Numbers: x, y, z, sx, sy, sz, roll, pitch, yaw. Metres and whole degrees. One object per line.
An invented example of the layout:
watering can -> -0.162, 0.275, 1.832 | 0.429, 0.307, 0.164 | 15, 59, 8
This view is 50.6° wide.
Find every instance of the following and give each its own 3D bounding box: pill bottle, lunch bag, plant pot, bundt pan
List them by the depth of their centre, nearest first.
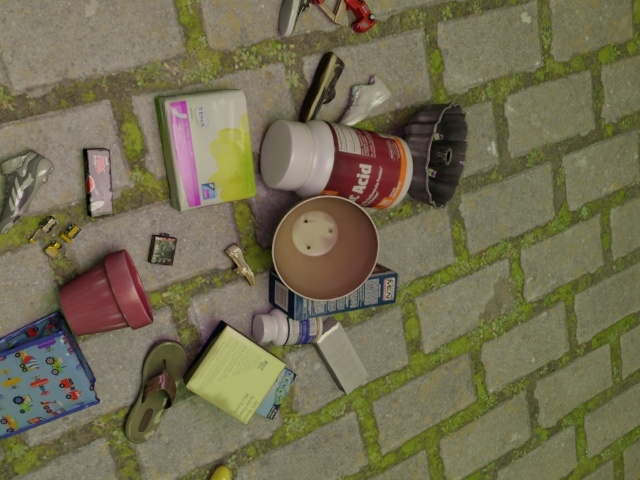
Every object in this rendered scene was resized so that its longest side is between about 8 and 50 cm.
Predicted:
lunch bag -> -0.725, 0.345, 1.647 | 0.293, 0.138, 0.221 | -24, 114, -14
plant pot -> -0.534, 0.145, 1.679 | 0.180, 0.201, 0.201 | -21, 111, -9
plant pot -> 0.000, 0.000, 1.848 | 0.284, 0.191, 0.284 | -2, 105, -9
pill bottle -> 0.045, -0.216, 1.911 | 0.392, 0.224, 0.224 | 6, 97, -31
pill bottle -> -0.099, 0.254, 1.992 | 0.186, 0.112, 0.112 | 1, 100, -30
bundt pan -> 0.339, -0.265, 2.082 | 0.331, 0.124, 0.331 | -31, 128, -53

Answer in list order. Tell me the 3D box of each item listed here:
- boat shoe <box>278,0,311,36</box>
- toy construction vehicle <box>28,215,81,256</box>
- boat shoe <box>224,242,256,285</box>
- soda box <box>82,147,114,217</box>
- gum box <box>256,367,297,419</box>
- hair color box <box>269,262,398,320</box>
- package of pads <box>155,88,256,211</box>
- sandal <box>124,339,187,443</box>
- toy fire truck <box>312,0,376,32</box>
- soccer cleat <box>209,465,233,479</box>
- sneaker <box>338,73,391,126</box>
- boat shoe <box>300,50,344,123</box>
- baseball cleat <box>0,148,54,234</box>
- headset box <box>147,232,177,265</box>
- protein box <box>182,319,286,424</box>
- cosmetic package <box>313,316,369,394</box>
boat shoe -> -0.056, -0.658, 1.845 | 0.070, 0.077, 0.219 | 13, 92, -31
toy construction vehicle -> -0.653, -0.016, 1.660 | 0.098, 0.035, 0.086 | -53, 131, -8
boat shoe -> -0.228, 0.075, 1.918 | 0.045, 0.050, 0.135 | -31, 104, -18
soda box -> -0.550, -0.143, 1.677 | 0.060, 0.053, 0.169 | -7, 103, -29
gum box -> -0.182, 0.431, 2.021 | 0.184, 0.041, 0.157 | 33, 82, -32
hair color box -> 0.039, 0.139, 2.009 | 0.347, 0.174, 0.105 | -6, 107, -29
package of pads -> -0.292, -0.241, 1.780 | 0.229, 0.101, 0.297 | -14, 108, -27
sandal -> -0.437, 0.418, 1.842 | 0.120, 0.086, 0.303 | 18, 91, -32
toy fire truck -> 0.065, -0.663, 1.932 | 0.135, 0.047, 0.192 | -43, 119, -15
soccer cleat -> -0.349, 0.793, 1.972 | 0.121, 0.093, 0.289 | 25, 87, -25
sneaker -> 0.113, -0.410, 2.008 | 0.212, 0.080, 0.094 | -44, 107, -23
boat shoe -> 0.011, -0.426, 1.932 | 0.073, 0.080, 0.224 | 23, 84, -27
baseball cleat -> -0.717, -0.118, 1.586 | 0.109, 0.072, 0.206 | 35, 80, -15
headset box -> -0.419, 0.022, 1.801 | 0.062, 0.032, 0.083 | 8, 96, -32
protein box -> -0.242, 0.364, 1.886 | 0.201, 0.136, 0.200 | 35, 81, -12
cosmetic package -> 0.058, 0.365, 2.137 | 0.099, 0.060, 0.239 | -36, 116, -17
